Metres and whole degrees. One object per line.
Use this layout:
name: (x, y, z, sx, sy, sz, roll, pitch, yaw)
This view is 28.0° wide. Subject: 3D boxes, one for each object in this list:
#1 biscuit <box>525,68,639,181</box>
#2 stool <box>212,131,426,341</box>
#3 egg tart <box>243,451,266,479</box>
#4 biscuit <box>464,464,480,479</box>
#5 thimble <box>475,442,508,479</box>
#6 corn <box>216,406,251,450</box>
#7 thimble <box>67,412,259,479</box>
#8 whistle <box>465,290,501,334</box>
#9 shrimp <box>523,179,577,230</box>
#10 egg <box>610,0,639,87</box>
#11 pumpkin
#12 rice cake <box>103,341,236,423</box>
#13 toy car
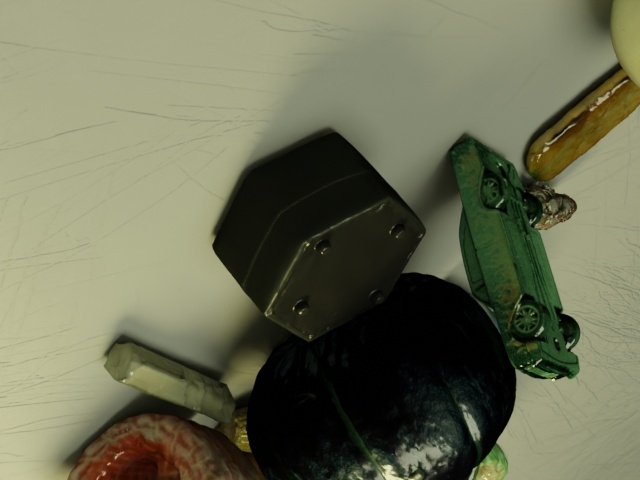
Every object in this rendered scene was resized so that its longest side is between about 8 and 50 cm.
biscuit: (0.388, -0.175, 1.811, 0.247, 0.029, 0.118, -39, 155, -1)
stool: (0.000, 0.000, 1.521, 0.232, 0.141, 0.232, -27, 146, -20)
egg tart: (-0.126, 0.394, 1.833, 0.202, 0.147, 0.203, -7, 138, -6)
biscuit: (0.114, 0.343, 2.007, 0.287, 0.057, 0.344, 29, 90, -20)
thimble: (0.203, 0.386, 2.193, 0.219, 0.150, 0.219, -27, 146, -20)
corn: (-0.069, 0.265, 1.852, 0.165, 0.063, 0.085, -5, 158, -39)
thimble: (-0.203, 0.346, 1.665, 0.239, 0.239, 0.162, -42, 147, 4)
whistle: (0.246, 0.146, 1.998, 0.180, 0.093, 0.269, -21, 151, 18)
shrimp: (0.293, -0.047, 1.833, 0.190, 0.075, 0.073, 7, 169, -37)
egg: (0.454, -0.306, 1.601, 0.264, 0.174, 0.286, -18, 118, -31)
pumpkin: (0.079, 0.206, 1.687, 0.363, 0.266, 0.363, -37, -174, 4)
rice cake: (-0.187, 0.184, 1.634, 0.052, 0.057, 0.256, -43, 148, 8)
toy car: (0.247, 0.029, 1.669, 0.097, 0.321, 0.141, -25, 155, 26)
